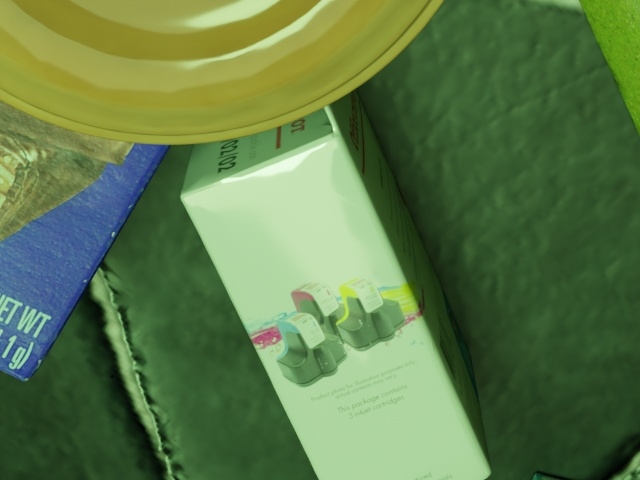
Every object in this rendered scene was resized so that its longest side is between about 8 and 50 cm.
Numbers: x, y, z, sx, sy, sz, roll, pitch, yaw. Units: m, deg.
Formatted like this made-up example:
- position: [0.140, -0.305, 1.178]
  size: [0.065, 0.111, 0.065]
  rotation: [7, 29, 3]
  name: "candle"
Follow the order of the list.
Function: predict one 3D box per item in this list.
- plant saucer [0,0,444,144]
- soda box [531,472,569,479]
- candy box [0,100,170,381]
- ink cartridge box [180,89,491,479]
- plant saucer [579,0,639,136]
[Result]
- position: [-0.045, -0.117, 0.500]
  size: [0.200, 0.037, 0.200]
  rotation: [-1, 115, -3]
  name: "plant saucer"
- position: [0.170, 0.156, 0.728]
  size: [0.183, 0.058, 0.063]
  rotation: [13, 112, -6]
  name: "soda box"
- position: [-0.133, -0.153, 0.566]
  size: [0.268, 0.122, 0.317]
  rotation: [28, 109, -12]
  name: "candy box"
- position: [0.000, 0.000, 0.639]
  size: [0.062, 0.104, 0.181]
  rotation: [-21, 110, 8]
  name: "ink cartridge box"
- position: [0.203, -0.082, 0.637]
  size: [0.188, 0.045, 0.188]
  rotation: [-24, 110, 10]
  name: "plant saucer"
